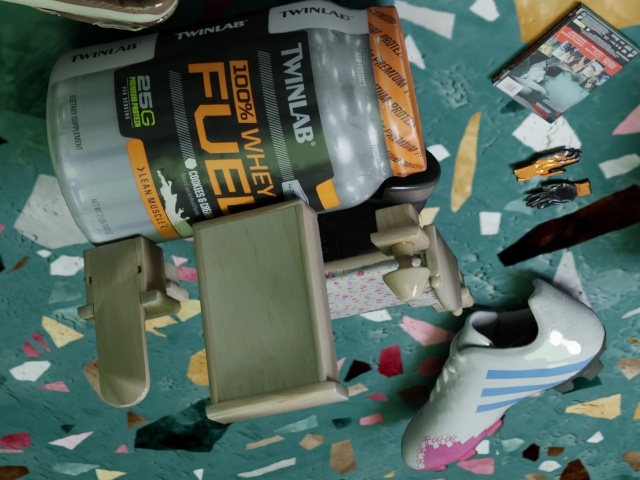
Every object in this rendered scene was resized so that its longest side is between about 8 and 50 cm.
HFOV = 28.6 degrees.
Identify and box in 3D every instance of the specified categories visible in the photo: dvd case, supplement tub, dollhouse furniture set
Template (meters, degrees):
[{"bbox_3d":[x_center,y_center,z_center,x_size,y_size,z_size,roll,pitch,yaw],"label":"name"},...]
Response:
[{"bbox_3d":[0.239,-0.171,1.227,0.087,0.013,0.119,27,128,-29],"label":"dvd case"},{"bbox_3d":[-0.071,-0.108,1.141,0.316,0.194,0.193,-11,137,8],"label":"supplement tub"},{"bbox_3d":[-0.017,0.104,1.219,0.303,0.174,0.355,-12,161,14],"label":"dollhouse furniture set"}]

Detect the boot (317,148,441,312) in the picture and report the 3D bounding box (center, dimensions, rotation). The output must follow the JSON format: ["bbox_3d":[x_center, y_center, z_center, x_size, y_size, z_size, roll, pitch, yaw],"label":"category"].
[{"bbox_3d":[0.000,0.000,1.340,0.263,0.091,0.229,3,137,-10],"label":"boot"}]

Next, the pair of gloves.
[{"bbox_3d":[0.250,-0.066,1.345,0.074,0.010,0.083,-17,139,12],"label":"pair of gloves"}]

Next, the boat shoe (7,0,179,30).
[{"bbox_3d":[-0.245,-0.234,1.066,0.257,0.095,0.095,20,172,-2],"label":"boat shoe"}]

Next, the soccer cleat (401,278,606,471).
[{"bbox_3d":[0.192,0.159,1.530,0.143,0.116,0.331,39,122,-18],"label":"soccer cleat"}]
